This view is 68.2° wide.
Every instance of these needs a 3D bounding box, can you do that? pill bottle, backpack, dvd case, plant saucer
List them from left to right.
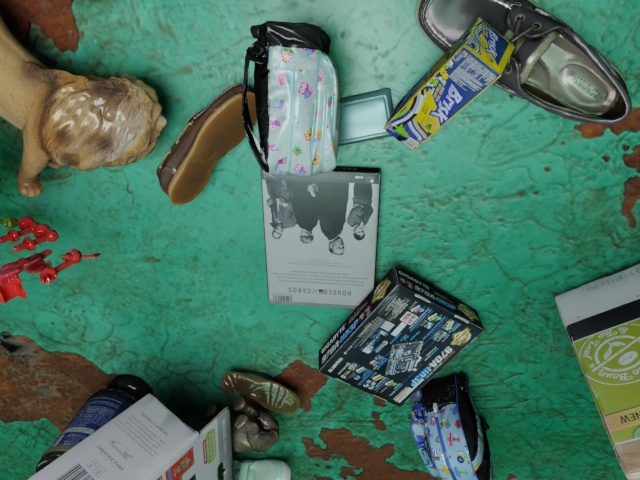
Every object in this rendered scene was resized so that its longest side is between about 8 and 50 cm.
[{"bbox_3d":[-0.403,0.357,0.876,0.123,0.219,0.122,4,117,7],"label":"pill bottle"},{"bbox_3d":[-0.032,-0.169,0.594,0.115,0.152,0.182,2,107,3],"label":"backpack"},{"bbox_3d":[0.000,0.000,0.746,0.179,0.029,0.238,4,117,7],"label":"dvd case"},{"bbox_3d":[0.009,-0.163,0.673,0.192,0.018,0.067,-8,114,14],"label":"plant saucer"},{"bbox_3d":[0.221,0.338,0.795,0.117,0.173,0.158,-19,112,17],"label":"backpack"}]

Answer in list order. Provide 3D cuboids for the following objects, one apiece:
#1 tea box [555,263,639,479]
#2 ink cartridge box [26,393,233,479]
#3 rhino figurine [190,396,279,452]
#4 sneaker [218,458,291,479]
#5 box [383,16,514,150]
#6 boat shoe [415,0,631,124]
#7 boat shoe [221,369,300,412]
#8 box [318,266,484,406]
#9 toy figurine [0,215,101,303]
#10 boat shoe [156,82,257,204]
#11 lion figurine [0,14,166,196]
[{"bbox_3d":[0.523,0.171,0.571,0.329,0.323,0.220,-29,110,24],"label":"tea box"},{"bbox_3d":[-0.283,0.428,0.781,0.130,0.272,0.309,23,124,29],"label":"ink cartridge box"},{"bbox_3d":[-0.174,0.366,0.905,0.243,0.073,0.106,-26,121,39],"label":"rhino figurine"},{"bbox_3d":[-0.196,0.483,0.956,0.256,0.094,0.151,-21,130,20],"label":"sneaker"},{"bbox_3d":[0.148,-0.180,0.573,0.054,0.059,0.169,36,151,-9],"label":"box"},{"bbox_3d":[0.246,-0.225,0.562,0.285,0.092,0.103,29,117,-6],"label":"boat shoe"},{"bbox_3d":[-0.108,0.275,0.887,0.152,0.049,0.056,21,98,3],"label":"boat shoe"},{"bbox_3d":[0.126,0.167,0.778,0.175,0.051,0.220,28,118,-17],"label":"box"},{"bbox_3d":[-0.503,-0.077,0.653,0.363,0.191,0.217,16,119,28],"label":"toy figurine"},{"bbox_3d":[-0.170,-0.147,0.679,0.207,0.073,0.073,-44,62,18],"label":"boat shoe"},{"bbox_3d":[-0.413,-0.218,0.636,0.392,0.142,0.240,38,130,-18],"label":"lion figurine"}]
